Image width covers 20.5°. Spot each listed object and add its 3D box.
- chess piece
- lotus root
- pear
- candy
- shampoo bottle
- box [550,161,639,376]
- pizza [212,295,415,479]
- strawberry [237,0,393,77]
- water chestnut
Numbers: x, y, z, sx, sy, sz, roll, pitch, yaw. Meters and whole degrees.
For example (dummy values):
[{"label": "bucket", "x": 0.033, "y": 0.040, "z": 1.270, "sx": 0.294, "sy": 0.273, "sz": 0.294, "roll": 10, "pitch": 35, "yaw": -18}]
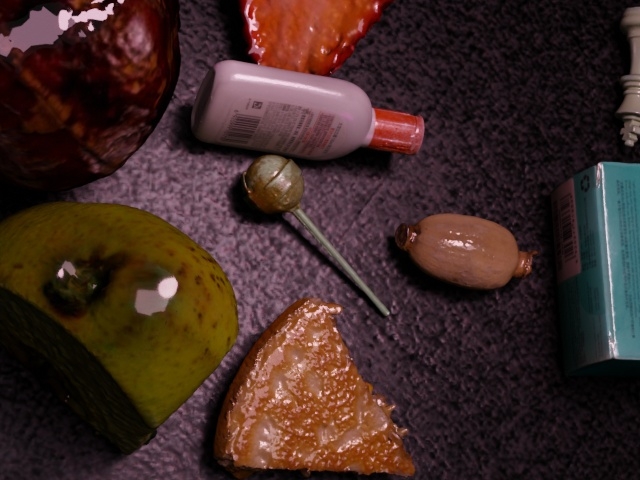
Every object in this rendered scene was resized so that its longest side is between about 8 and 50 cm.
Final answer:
[{"label": "chess piece", "x": 0.338, "y": -0.169, "z": 1.863, "sx": 0.059, "sy": 0.059, "sz": 0.149, "roll": 13, "pitch": 77, "yaw": -16}, {"label": "lotus root", "x": 0.147, "y": 0.012, "z": 1.746, "sx": 0.150, "sy": 0.062, "sz": 0.073, "roll": 12, "pitch": 73, "yaw": -14}, {"label": "pear", "x": -0.189, "y": 0.043, "z": 1.523, "sx": 0.238, "sy": 0.255, "sz": 0.164, "roll": 41, "pitch": 69, "yaw": 0}, {"label": "candy", "x": 0.000, "y": 0.000, "z": 1.713, "sx": 0.061, "sy": 0.061, "sz": 0.202, "roll": -46, "pitch": 103, "yaw": -23}, {"label": "shampoo bottle", "x": -0.009, "y": -0.118, "z": 1.703, "sx": 0.221, "sy": 0.108, "sz": 0.051, "roll": 8, "pitch": 53, "yaw": -18}, {"label": "box", "x": 0.398, "y": 0.035, "z": 1.797, "sx": 0.311, "sy": 0.118, "sz": 0.205, "roll": 1, "pitch": 79, "yaw": -18}, {"label": "pizza", "x": 0.005, "y": 0.166, "z": 1.664, "sx": 0.199, "sy": 0.062, "sz": 0.188, "roll": 36, "pitch": 80, "yaw": -14}, {"label": "strawberry", "x": 0.003, "y": -0.261, "z": 1.747, "sx": 0.190, "sy": 0.111, "sz": 0.236, "roll": 16, "pitch": 94, "yaw": 14}, {"label": "water chestnut", "x": -0.287, "y": -0.192, "z": 1.541, "sx": 0.347, "sy": 0.335, "sz": 0.335, "roll": -22, "pitch": 84, "yaw": 8}]
